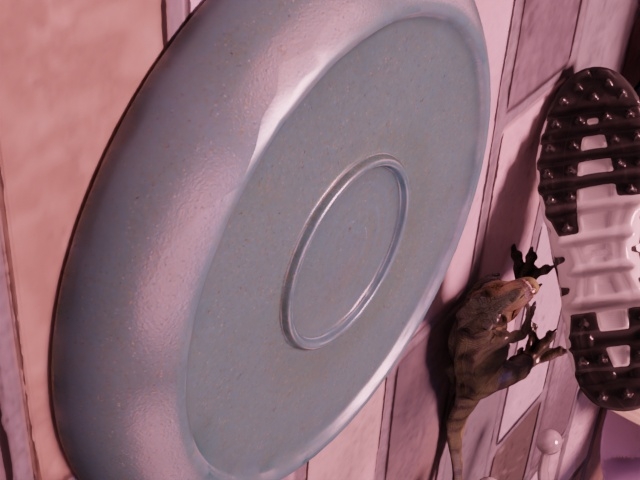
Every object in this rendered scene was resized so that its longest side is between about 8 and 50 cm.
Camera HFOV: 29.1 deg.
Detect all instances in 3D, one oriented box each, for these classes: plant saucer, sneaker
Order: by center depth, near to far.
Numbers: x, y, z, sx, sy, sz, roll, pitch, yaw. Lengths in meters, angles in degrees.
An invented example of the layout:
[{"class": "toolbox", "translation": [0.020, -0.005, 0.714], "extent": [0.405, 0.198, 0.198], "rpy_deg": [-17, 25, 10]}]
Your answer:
[{"class": "plant saucer", "translation": [0.000, 0.000, 0.597], "extent": [0.317, 0.043, 0.318], "rpy_deg": [-42, 147, -36]}, {"class": "sneaker", "translation": [0.195, 0.000, 0.854], "extent": [0.106, 0.078, 0.234], "rpy_deg": [30, 55, -77]}]

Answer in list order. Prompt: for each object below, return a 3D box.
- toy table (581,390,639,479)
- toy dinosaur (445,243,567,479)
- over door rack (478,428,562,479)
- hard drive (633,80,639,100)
[{"class": "toy table", "translation": [0.401, 0.197, 1.323], "extent": [0.161, 0.252, 0.274], "rpy_deg": [-16, 122, -78]}, {"class": "toy dinosaur", "translation": [0.129, 0.081, 0.896], "extent": [0.118, 0.064, 0.268], "rpy_deg": [-44, 153, -28]}, {"class": "over door rack", "translation": [0.176, 0.211, 0.896], "extent": [0.324, 0.108, 0.239], "rpy_deg": [-27, 178, 37]}, {"class": "hard drive", "translation": [0.348, -0.179, 0.977], "extent": [0.254, 0.054, 0.172], "rpy_deg": [-40, 177, -39]}]
